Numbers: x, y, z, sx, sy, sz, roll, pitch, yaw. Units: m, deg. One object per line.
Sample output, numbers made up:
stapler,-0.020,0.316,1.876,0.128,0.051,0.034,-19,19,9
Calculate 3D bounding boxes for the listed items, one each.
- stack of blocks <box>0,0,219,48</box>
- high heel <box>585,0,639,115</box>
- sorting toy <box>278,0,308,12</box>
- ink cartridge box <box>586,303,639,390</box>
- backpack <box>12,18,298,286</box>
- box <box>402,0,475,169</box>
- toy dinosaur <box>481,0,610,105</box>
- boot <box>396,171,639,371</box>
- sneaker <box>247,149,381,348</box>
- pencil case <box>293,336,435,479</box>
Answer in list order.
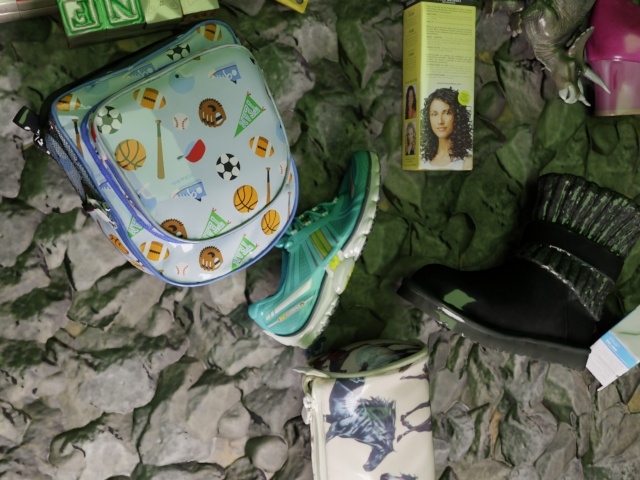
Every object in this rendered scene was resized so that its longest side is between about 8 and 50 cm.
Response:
stack of blocks,-0.281,-0.308,0.790,0.297,0.087,0.171,-16,100,-18
high heel,0.577,-0.293,1.072,0.377,0.127,0.181,-9,101,-18
sorting toy,-0.066,-0.419,0.879,0.132,0.046,0.275,-4,95,-19
ink cartridge box,0.459,0.156,1.072,0.104,0.180,0.060,-35,69,-14
backpack,-0.148,-0.086,0.802,0.276,0.213,0.263,-32,114,-17
box,0.160,-0.212,0.970,0.087,0.058,0.232,-3,95,-19
toy dinosaur,0.329,-0.353,0.976,0.160,0.121,0.314,0,110,-22
boot,0.284,0.020,0.990,0.347,0.131,0.260,18,95,-30
sneaker,0.000,0.000,0.910,0.110,0.107,0.275,26,80,-2
pencil case,0.058,0.334,0.923,0.183,0.160,0.411,-4,96,-19
